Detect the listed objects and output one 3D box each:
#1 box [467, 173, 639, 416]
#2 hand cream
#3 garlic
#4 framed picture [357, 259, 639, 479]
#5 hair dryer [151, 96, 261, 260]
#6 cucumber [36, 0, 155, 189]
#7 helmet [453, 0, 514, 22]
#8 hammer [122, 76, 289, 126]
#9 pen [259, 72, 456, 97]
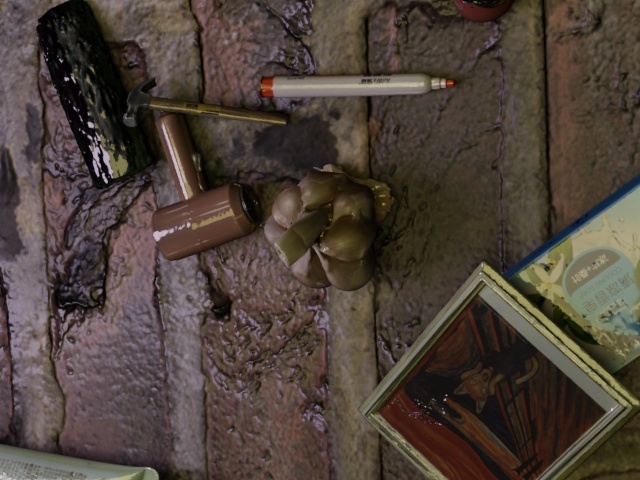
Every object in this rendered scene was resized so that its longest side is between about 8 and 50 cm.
[{"bbox_3d":[0.286,0.056,1.300,0.232,0.083,0.143,-37,90,15],"label":"box"},{"bbox_3d":[-0.345,0.304,1.496,0.305,0.093,0.147,13,101,11],"label":"hand cream"},{"bbox_3d":[0.000,0.000,1.321,0.131,0.194,0.127,30,113,4],"label":"garlic"},{"bbox_3d":[0.177,0.178,1.319,0.216,0.016,0.273,42,129,10],"label":"framed picture"},{"bbox_3d":[-0.147,-0.078,1.415,0.117,0.064,0.182,-20,86,15],"label":"hair dryer"},{"bbox_3d":[-0.266,-0.167,1.431,0.078,0.062,0.211,-25,90,17],"label":"cucumber"},{"bbox_3d":[0.175,-0.255,1.310,0.084,0.049,0.065,-21,55,-8],"label":"helmet"},{"bbox_3d":[-0.125,-0.147,1.402,0.182,0.017,0.062,6,59,0],"label":"hammer"},{"bbox_3d":[0.039,-0.169,1.368,0.218,0.026,0.026,1,97,15],"label":"pen"}]
